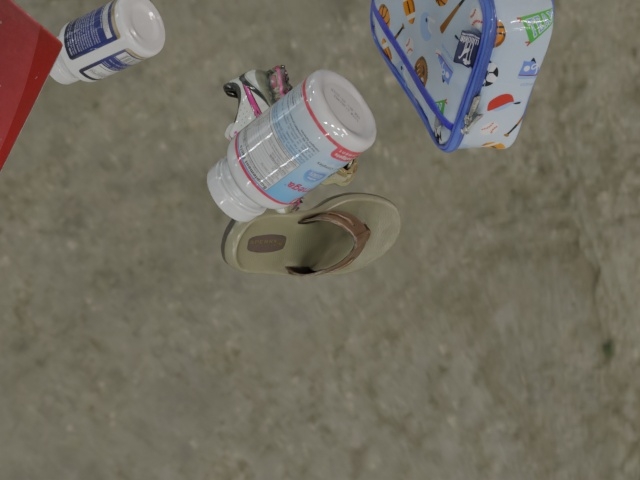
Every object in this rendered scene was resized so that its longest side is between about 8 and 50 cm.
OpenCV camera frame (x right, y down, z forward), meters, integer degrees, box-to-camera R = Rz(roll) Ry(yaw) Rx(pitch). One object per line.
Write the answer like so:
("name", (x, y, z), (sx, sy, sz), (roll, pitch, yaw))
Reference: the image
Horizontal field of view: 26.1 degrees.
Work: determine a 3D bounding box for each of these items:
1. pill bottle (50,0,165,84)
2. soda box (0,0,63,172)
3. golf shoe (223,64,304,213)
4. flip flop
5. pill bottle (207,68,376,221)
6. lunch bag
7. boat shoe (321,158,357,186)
("pill bottle", (-0.312, -0.281, 1.964), (0.169, 0.094, 0.094), (-18, 66, 32))
("soda box", (-0.213, 0.002, 0.575), (0.083, 0.092, 0.263), (5, 64, 39))
("golf shoe", (-0.064, -0.111, 1.586), (0.086, 0.067, 0.186), (-12, 64, 4))
("flip flop", (0.000, 0.000, 1.774), (0.080, 0.277, 0.112), (23, 109, 47))
("pill bottle", (-0.031, -0.085, 1.307), (0.160, 0.087, 0.087), (-35, 64, 31))
("lunch bag", (0.159, -0.254, 1.652), (0.115, 0.243, 0.303), (-4, 45, -21))
("boat shoe", (0.027, -0.106, 1.928), (0.045, 0.135, 0.050), (-41, 83, 21))
